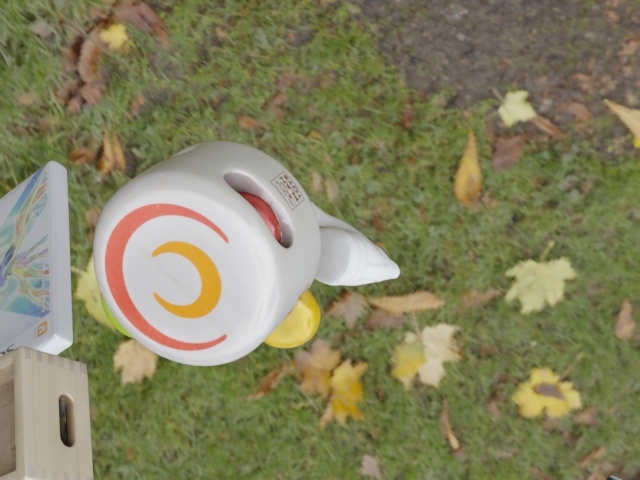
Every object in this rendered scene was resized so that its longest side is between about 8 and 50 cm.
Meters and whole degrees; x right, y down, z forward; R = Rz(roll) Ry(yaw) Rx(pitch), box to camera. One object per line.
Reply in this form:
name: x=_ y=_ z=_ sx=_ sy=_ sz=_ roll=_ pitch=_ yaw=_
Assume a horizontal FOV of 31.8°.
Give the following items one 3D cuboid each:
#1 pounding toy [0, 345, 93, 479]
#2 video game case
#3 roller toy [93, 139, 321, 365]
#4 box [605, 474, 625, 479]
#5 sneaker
pounding toy: x=-0.248 y=0.183 z=0.927 sx=0.130 sy=0.141 sz=0.100 roll=-26 pitch=149 yaw=29
video game case: x=-0.471 y=0.081 z=1.605 sx=0.300 sy=0.329 sz=0.036 roll=-33 pitch=136 yaw=22
roller toy: x=-0.101 y=0.008 z=1.068 sx=0.209 sy=0.146 sz=0.191 roll=11 pitch=114 yaw=17
box: x=0.226 y=0.320 z=0.890 sx=0.207 sy=0.108 sz=0.153 roll=-42 pitch=120 yaw=-10
sneaker: x=0.000 y=0.000 z=1.216 sx=0.094 sy=0.212 sz=0.080 roll=11 pitch=107 yaw=-40
